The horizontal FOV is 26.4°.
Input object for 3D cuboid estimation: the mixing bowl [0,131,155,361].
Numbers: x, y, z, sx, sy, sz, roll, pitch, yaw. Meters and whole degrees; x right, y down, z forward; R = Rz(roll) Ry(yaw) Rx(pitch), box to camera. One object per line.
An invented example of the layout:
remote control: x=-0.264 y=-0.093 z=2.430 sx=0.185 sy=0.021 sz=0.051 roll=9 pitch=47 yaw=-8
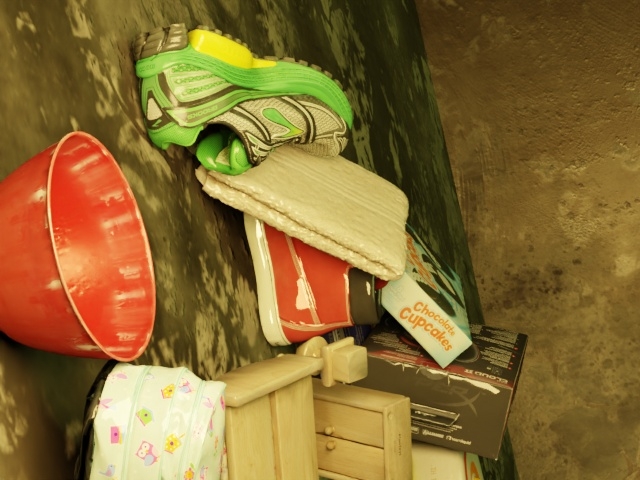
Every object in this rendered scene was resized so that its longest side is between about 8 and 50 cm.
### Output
mixing bowl: x=-0.208 y=0.016 z=1.054 sx=0.181 sy=0.098 sz=0.181 roll=-14 pitch=90 yaw=-76

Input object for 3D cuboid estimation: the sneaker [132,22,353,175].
sneaker: x=-0.089 y=-0.138 z=1.575 sx=0.343 sy=0.134 sz=0.146 roll=10 pitch=77 yaw=-50

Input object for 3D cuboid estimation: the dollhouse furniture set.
dollhouse furniture set: x=-0.074 y=0.269 z=1.480 sx=0.355 sy=0.174 sz=0.303 roll=-17 pitch=108 yaw=-47

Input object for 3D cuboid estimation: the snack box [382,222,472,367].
snack box: x=0.124 y=0.048 z=1.920 sx=0.187 sy=0.060 sz=0.322 roll=45 pitch=12 yaw=-8

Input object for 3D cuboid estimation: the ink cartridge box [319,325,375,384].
ink cartridge box: x=0.006 y=0.037 z=1.963 sx=0.307 sy=0.072 sz=0.303 roll=-24 pitch=103 yaw=-74

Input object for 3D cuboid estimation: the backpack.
backpack: x=-0.135 y=0.179 z=1.070 sx=0.152 sy=0.115 sz=0.182 roll=-90 pitch=-174 yaw=-59

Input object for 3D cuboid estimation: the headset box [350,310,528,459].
headset box: x=0.166 y=0.196 z=1.915 sx=0.293 sy=0.218 sz=0.110 roll=-44 pitch=146 yaw=-73

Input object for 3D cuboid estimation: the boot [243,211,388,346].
boot: x=0.000 y=0.000 z=1.738 sx=0.088 sy=0.176 sz=0.244 roll=27 pitch=50 yaw=-72

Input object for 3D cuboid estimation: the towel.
towel: x=-0.016 y=-0.059 z=1.678 sx=0.282 sy=0.049 sz=0.187 roll=27 pitch=31 yaw=-12

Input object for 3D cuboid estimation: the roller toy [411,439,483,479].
roller toy: x=0.163 y=0.361 z=1.926 sx=0.209 sy=0.146 sz=0.191 roll=-54 pitch=131 yaw=-72
